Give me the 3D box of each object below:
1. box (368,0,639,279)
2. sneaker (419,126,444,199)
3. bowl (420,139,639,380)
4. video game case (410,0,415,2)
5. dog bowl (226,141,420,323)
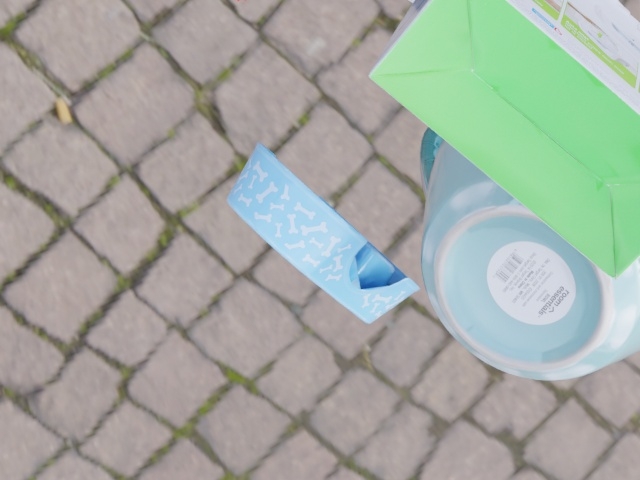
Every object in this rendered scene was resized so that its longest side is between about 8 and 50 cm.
[{"bbox_3d":[0.195,-0.134,1.297,0.262,0.231,0.127,39,115,-6],"label":"box"},{"bbox_3d":[0.199,-0.012,1.778,0.108,0.121,0.302,-19,81,-9],"label":"sneaker"},{"bbox_3d":[0.222,0.014,1.544,0.311,0.163,0.311,13,121,23],"label":"bowl"},{"bbox_3d":[0.134,-0.265,1.617,0.143,0.157,0.019,-16,136,-45],"label":"video game case"},{"bbox_3d":[0.000,0.000,1.714,0.074,0.166,0.297,-47,146,1],"label":"dog bowl"}]
